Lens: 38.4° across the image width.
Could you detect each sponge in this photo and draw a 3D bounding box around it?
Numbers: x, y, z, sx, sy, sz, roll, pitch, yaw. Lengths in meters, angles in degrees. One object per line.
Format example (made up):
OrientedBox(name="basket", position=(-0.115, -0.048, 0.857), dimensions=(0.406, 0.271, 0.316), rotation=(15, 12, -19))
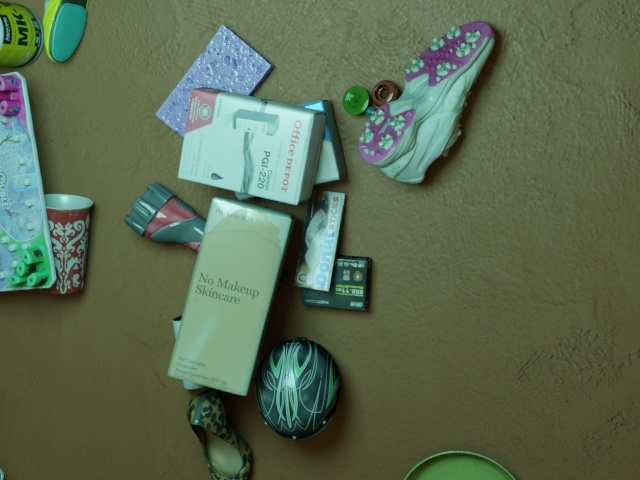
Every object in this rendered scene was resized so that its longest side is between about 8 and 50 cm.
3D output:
OrientedBox(name="sponge", position=(-0.192, -0.270, 1.655), dimensions=(0.117, 0.031, 0.210), rotation=(41, 105, 3))

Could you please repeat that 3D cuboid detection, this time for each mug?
OrientedBox(name="mug", position=(-0.504, 0.003, 1.740), dimensions=(0.150, 0.113, 0.169), rotation=(15, 108, 31))

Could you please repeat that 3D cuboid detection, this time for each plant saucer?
OrientedBox(name="plant saucer", position=(0.260, 0.495, 1.684), dimensions=(0.240, 0.037, 0.241), rotation=(2, 99, 12))

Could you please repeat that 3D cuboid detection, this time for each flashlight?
OrientedBox(name="flashlight", position=(-0.211, 0.021, 1.677), dimensions=(0.304, 0.103, 0.103), rotation=(39, 150, 0))

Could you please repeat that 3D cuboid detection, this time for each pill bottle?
OrientedBox(name="pill bottle", position=(-0.594, -0.369, 1.634), dimensions=(0.119, 0.208, 0.119), rotation=(2, 100, 12))

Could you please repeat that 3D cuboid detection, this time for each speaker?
OrientedBox(name="speaker", position=(-0.243, 0.209, 1.736), dimensions=(0.055, 0.055, 0.136), rotation=(-6, 99, 13))

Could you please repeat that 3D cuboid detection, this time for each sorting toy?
OrientedBox(name="sorting toy", position=(0.092, -0.241, 1.599), dimensions=(0.101, 0.042, 0.061), rotation=(-10, 82, 26))

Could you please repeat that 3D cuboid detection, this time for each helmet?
OrientedBox(name="helmet", position=(-0.042, 0.264, 1.645), dimensions=(0.169, 0.161, 0.170), rotation=(2, 100, 12))

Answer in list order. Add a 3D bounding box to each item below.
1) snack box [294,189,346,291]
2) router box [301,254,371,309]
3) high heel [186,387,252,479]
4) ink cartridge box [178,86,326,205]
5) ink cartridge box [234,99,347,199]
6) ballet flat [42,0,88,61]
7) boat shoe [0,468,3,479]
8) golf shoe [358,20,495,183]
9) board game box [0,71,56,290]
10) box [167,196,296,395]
OrientedBox(name="snack box", position=(0.000, 0.000, 1.635), dimensions=(0.064, 0.022, 0.178), rotation=(8, 81, 10))
OrientedBox(name="router box", position=(0.028, 0.074, 1.662), dimensions=(0.122, 0.038, 0.092), rotation=(4, 101, 12))
OrientedBox(name="high heel", position=(-0.195, 0.395, 1.688), dimensions=(0.093, 0.186, 0.261), rotation=(-3, 99, 13))
OrientedBox(name="ink cartridge box", position=(-0.115, -0.159, 1.542), dimensions=(0.217, 0.092, 0.159), rotation=(13, 102, 9))
OrientedBox(name="ink cartridge box", position=(-0.064, -0.160, 1.620), dimensions=(0.190, 0.082, 0.140), rotation=(-11, 97, 15))
OrientedBox(name="ballet flat", position=(-0.462, -0.443, 1.671), dimensions=(0.077, 0.077, 0.231), rotation=(26, 102, 29))
OrientedBox(name="boat shoe", position=(-0.684, 0.539, 1.859), dimensions=(0.367, 0.136, 0.157), rotation=(21, 100, 18))
OrientedBox(name="golf shoe", position=(0.197, -0.229, 1.551), dimensions=(0.306, 0.115, 0.140), rotation=(-50, 128, 1))
OrientedBox(name="board game box", position=(-0.685, -0.091, 1.709), dimensions=(0.389, 0.050, 0.390), rotation=(-5, 95, 25))
OrientedBox(name="box", position=(-0.150, 0.090, 1.573), dimensions=(0.147, 0.121, 0.311), rotation=(13, 94, 0))
